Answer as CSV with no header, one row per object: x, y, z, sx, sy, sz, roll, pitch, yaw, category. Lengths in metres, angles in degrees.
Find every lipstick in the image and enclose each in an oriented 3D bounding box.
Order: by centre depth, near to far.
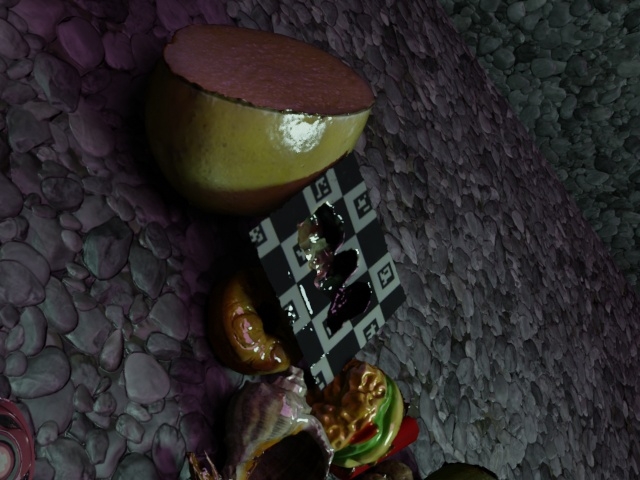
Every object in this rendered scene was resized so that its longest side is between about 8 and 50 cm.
0.128,0.470,1.438,0.279,0.073,0.073,-5,79,-50,lipstick

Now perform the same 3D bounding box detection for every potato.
-0.144,-0.214,1.253,0.441,0.320,0.385,-9,41,-41,potato

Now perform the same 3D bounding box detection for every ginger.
0.118,0.551,1.370,0.204,0.104,0.080,-21,107,-33,ginger

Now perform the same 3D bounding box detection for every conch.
-0.090,0.375,1.164,0.210,0.159,0.292,27,91,-7,conch

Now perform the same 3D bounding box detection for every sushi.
-0.002,0.055,1.241,0.296,0.099,0.373,-41,122,-31,sushi

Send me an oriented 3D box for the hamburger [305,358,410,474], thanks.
0.046,0.342,1.288,0.149,0.237,0.237,45,46,-28,hamburger

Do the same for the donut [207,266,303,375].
-0.120,0.159,1.246,0.226,0.113,0.227,22,59,-43,donut

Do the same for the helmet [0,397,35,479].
-0.464,0.291,0.781,0.253,0.154,0.199,-15,85,-45,helmet

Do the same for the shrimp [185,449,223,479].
-0.204,0.481,1.051,0.150,0.068,0.249,-2,75,-28,shrimp

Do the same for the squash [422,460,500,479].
0.261,0.685,1.368,0.308,0.310,0.311,-16,87,-35,squash
